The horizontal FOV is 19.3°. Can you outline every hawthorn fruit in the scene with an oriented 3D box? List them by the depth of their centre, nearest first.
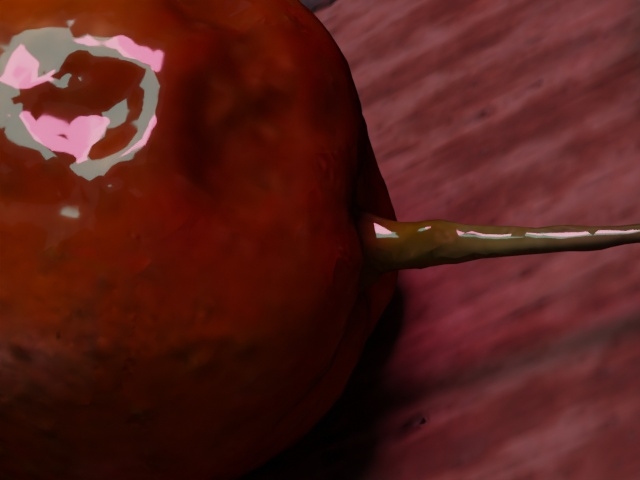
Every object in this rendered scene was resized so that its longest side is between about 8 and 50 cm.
[{"bbox_3d":[0.000,0.000,0.495,0.285,0.165,0.165,10,54,22],"label":"hawthorn fruit"}]
